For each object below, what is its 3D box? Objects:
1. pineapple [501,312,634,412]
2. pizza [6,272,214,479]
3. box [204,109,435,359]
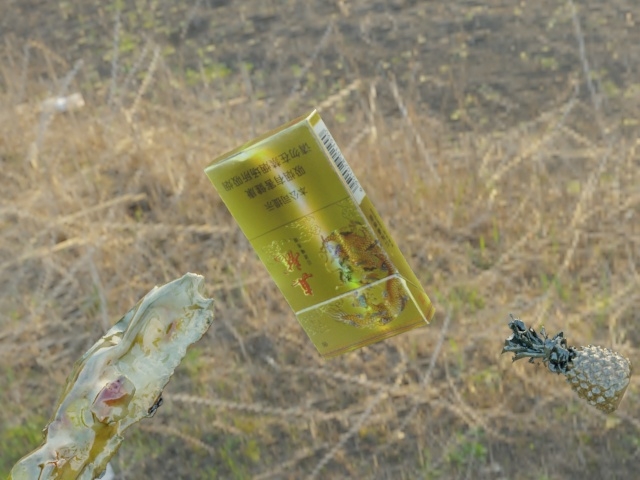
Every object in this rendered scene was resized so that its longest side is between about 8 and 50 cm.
[{"bbox_3d":[0.217,0.107,1.097,0.124,0.058,0.058,25,51,18],"label":"pineapple"},{"bbox_3d":[-0.196,0.157,0.995,0.071,0.189,0.297,37,56,-11],"label":"pizza"},{"bbox_3d":[0.000,0.000,0.789,0.089,0.156,0.022,-20,18,31],"label":"box"}]
